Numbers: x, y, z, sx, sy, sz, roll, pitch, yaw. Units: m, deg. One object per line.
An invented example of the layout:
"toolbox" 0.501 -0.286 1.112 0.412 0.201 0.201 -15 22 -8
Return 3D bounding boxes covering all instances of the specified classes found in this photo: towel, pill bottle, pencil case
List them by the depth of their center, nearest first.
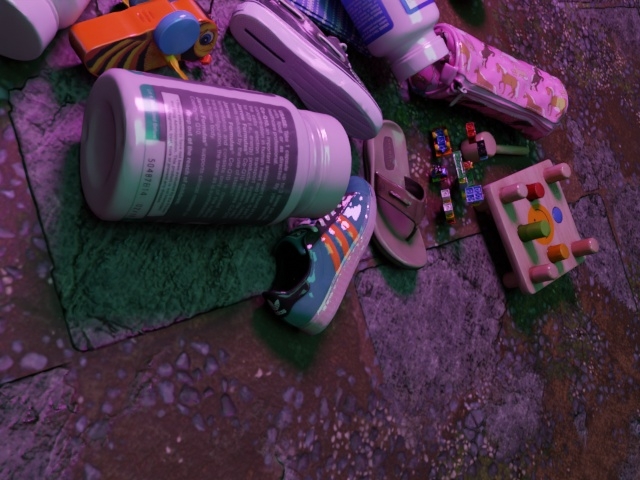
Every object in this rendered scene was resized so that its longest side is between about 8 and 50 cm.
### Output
"pill bottle" -0.375 -0.394 0.899 0.160 0.160 0.283 34 60 -25
"pill bottle" -0.145 -0.123 0.971 0.361 0.204 0.204 1 77 -36
"pill bottle" 0.131 -0.447 1.256 0.152 0.152 0.272 -38 102 -37
"towel" -0.012 -0.526 1.289 0.336 0.040 0.243 19 66 -34
"pencil case" 0.374 -0.338 1.444 0.386 0.160 0.167 10 86 -35

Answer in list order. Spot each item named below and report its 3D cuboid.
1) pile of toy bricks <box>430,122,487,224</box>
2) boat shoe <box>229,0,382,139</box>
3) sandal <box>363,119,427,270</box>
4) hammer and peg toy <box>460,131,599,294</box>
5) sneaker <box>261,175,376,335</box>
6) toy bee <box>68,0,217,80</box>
"pile of toy bricks" 0.295 -0.136 1.381 0.105 0.118 0.212 55 28 -62
"boat shoe" -0.002 -0.323 1.181 0.335 0.121 0.119 41 62 -19
"sandal" 0.148 -0.092 1.254 0.120 0.086 0.302 -2 79 -37
"hammer and peg toy" 0.468 -0.088 1.465 0.266 0.127 0.361 -21 91 -38
"sneaker" 0.000 0.000 1.107 0.121 0.108 0.302 37 60 -29
"toy bee" -0.219 -0.309 1.011 0.298 0.162 0.195 -12 67 -8
